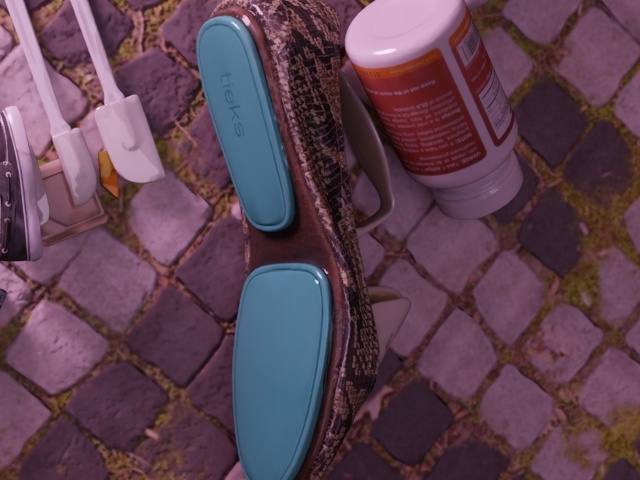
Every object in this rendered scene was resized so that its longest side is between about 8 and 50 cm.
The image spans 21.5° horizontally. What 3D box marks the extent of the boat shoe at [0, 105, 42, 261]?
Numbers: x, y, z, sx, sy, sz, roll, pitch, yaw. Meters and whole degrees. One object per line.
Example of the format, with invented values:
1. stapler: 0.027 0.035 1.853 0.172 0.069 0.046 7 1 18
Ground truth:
1. boat shoe: -0.279 -0.049 1.516 0.040 0.049 0.142 -9 97 -16

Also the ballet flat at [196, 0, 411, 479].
1. ballet flat: 0.000 0.000 1.600 0.182 0.164 0.483 -10 95 -38

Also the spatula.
1. spatula: -0.258 -0.143 1.555 0.168 0.019 0.242 -21 97 -15

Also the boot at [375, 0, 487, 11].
1. boot: 0.158 -0.303 1.662 0.258 0.095 0.123 -30 108 -6

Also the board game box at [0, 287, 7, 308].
1. board game box: -0.386 0.054 1.511 0.194 0.060 0.194 24 87 -18

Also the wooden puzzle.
1. wooden puzzle: -0.241 -0.039 1.579 0.116 0.014 0.079 -16 94 -17

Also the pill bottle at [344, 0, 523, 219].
1. pill bottle: 0.116 -0.129 1.614 0.121 0.121 0.216 -37 124 -13
